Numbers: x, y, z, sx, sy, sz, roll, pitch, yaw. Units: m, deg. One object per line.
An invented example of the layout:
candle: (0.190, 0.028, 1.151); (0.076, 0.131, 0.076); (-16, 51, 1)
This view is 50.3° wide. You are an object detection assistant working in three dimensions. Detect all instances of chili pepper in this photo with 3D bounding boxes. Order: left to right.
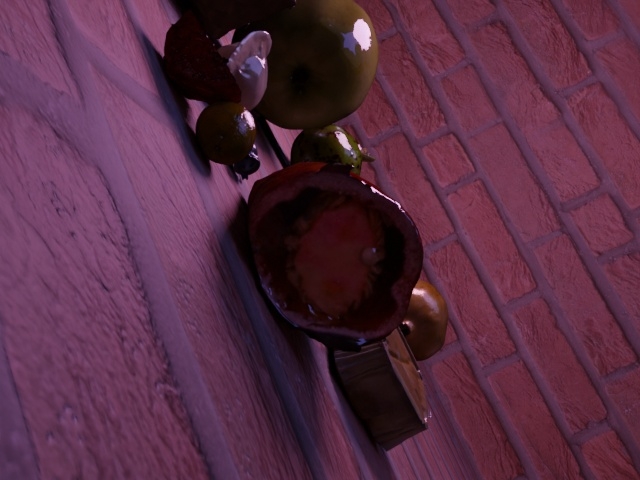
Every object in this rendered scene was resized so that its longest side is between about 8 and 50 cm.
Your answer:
chili pepper: (0.000, 0.000, 1.003); (0.251, 0.229, 0.305); (22, 5, -15)

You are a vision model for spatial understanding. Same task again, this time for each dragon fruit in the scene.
dragon fruit: (-0.175, -0.236, 0.986); (0.162, 0.083, 0.106); (53, -11, 22)

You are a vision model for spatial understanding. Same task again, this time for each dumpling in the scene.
dumpling: (-0.137, -0.306, 1.205); (0.111, 0.155, 0.181); (28, 32, -23)

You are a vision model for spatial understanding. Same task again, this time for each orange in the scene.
orange: (-0.131, -0.147, 0.940); (0.085, 0.085, 0.095); (60, 18, -28)

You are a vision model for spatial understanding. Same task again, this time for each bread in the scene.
bread: (0.096, 0.222, 1.158); (0.210, 0.109, 0.192); (61, 14, -22)

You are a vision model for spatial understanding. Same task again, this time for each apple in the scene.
apple: (-0.036, -0.423, 1.603); (0.357, 0.357, 0.357); (62, 7, -13)

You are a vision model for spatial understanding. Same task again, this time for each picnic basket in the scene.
picnic basket: (-0.206, -0.607, 1.372); (0.291, 0.254, 0.321); (-118, -176, -52)

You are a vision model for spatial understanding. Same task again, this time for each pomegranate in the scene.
pomegranate: (0.033, -0.224, 1.857); (0.211, 0.263, 0.211); (33, -44, 38)
pomegranate: (0.217, 0.201, 1.742); (0.233, 0.233, 0.233); (62, 7, -13)

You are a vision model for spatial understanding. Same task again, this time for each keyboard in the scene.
keyboard: (-0.107, -0.228, 1.719); (0.196, 0.018, 0.060); (62, -1, -14)

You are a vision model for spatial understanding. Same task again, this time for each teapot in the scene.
teapot: (-0.131, -0.142, 1.104); (0.049, 0.063, 0.083); (15, 42, -37)

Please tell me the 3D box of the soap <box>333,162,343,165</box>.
soap: (0.034, -0.034, 1.487); (0.094, 0.150, 0.262); (62, 4, -63)
